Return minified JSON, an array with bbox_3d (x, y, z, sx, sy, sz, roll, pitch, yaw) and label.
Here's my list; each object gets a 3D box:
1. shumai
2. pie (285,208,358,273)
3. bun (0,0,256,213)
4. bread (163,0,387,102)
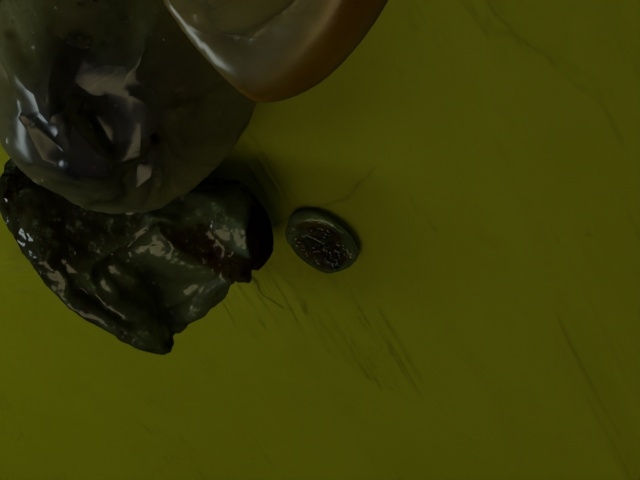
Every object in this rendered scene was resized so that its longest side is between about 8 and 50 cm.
[{"bbox_3d":[-0.188,-0.033,1.759,0.272,0.222,0.204,41,103,-4],"label":"shumai"},{"bbox_3d":[0.000,0.000,1.773,0.085,0.017,0.085,15,139,14],"label":"pie"},{"bbox_3d":[-0.188,-0.139,1.589,0.272,0.168,0.273,1,127,1],"label":"bun"},{"bbox_3d":[-0.080,-0.323,1.290,0.328,0.245,0.424,10,141,21],"label":"bread"}]
